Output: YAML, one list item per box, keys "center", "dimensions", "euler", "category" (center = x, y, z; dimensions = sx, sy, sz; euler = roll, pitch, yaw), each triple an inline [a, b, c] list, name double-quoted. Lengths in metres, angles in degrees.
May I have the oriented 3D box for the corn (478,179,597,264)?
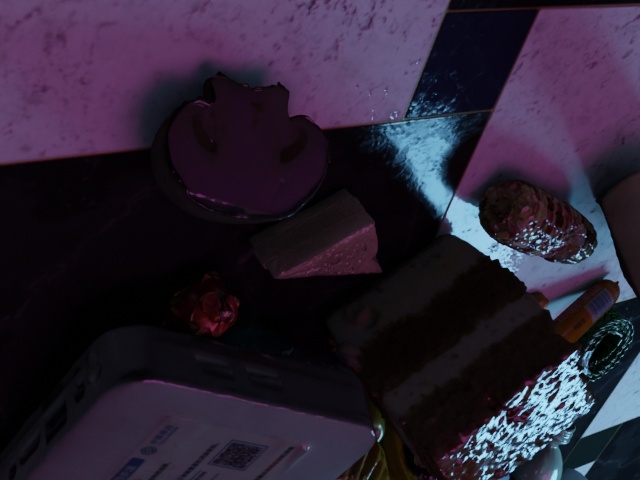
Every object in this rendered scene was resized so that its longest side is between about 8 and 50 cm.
- center: [0.327, -0.018, 1.503]
  dimensions: [0.098, 0.098, 0.290]
  euler: [-49, 144, 16]
  category: "corn"

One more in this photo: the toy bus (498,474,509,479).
- center: [0.200, 0.470, 1.906]
  dimensions: [0.329, 0.136, 0.109]
  euler: [-45, 147, 20]
  category: "toy bus"

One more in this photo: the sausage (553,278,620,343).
- center: [0.408, 0.166, 1.766]
  dimensions: [0.348, 0.053, 0.053]
  euler: [-37, 148, -27]
  category: "sausage"

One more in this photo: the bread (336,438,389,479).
- center: [-0.008, 0.369, 1.564]
  dimensions: [0.240, 0.139, 0.240]
  euler: [2, 118, 3]
  category: "bread"

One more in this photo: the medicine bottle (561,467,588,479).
- center: [0.472, 0.662, 2.328]
  dimensions: [0.332, 0.190, 0.190]
  euler: [-20, 142, -23]
  category: "medicine bottle"

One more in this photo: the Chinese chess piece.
- center: [0.547, 0.050, 1.568]
  dimensions: [0.140, 0.338, 0.338]
  euler: [-27, 148, 17]
  category: "Chinese chess piece"

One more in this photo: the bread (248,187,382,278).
- center: [-0.004, 0.016, 1.265]
  dimensions: [0.152, 0.077, 0.105]
  euler: [-27, 143, -13]
  category: "bread"

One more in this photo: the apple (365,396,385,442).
- center: [0.061, 0.292, 1.644]
  dimensions: [0.089, 0.074, 0.090]
  euler: [-15, 116, -32]
  category: "apple"

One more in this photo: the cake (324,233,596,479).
- center: [0.196, 0.172, 1.435]
  dimensions: [0.282, 0.290, 0.256]
  euler: [-35, 147, -5]
  category: "cake"

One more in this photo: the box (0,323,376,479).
- center: [-0.184, 0.278, 1.294]
  dimensions: [0.396, 0.111, 0.396]
  euler: [20, 127, -36]
  category: "box"

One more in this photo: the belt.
- center: [0.509, 0.188, 1.924]
  dimensions: [0.121, 0.079, 0.151]
  euler: [17, 108, -38]
  category: "belt"

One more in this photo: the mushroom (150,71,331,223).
- center: [-0.094, -0.081, 1.046]
  dimensions: [0.188, 0.141, 0.117]
  euler: [5, 161, -39]
  category: "mushroom"

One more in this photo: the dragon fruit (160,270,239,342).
- center: [-0.146, 0.090, 1.224]
  dimensions: [0.086, 0.081, 0.116]
  euler: [-12, 161, -32]
  category: "dragon fruit"

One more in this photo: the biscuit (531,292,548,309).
- center: [0.280, 0.226, 1.790]
  dimensions: [0.204, 0.040, 0.309]
  euler: [-14, 139, -30]
  category: "biscuit"

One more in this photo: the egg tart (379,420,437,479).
- center: [0.153, 0.403, 1.758]
  dimensions: [0.215, 0.215, 0.171]
  euler: [7, 141, -45]
  category: "egg tart"

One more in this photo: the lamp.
- center: [0.479, 0.456, 2.185]
  dimensions: [0.106, 0.106, 0.193]
  euler: [-2, 123, -40]
  category: "lamp"
